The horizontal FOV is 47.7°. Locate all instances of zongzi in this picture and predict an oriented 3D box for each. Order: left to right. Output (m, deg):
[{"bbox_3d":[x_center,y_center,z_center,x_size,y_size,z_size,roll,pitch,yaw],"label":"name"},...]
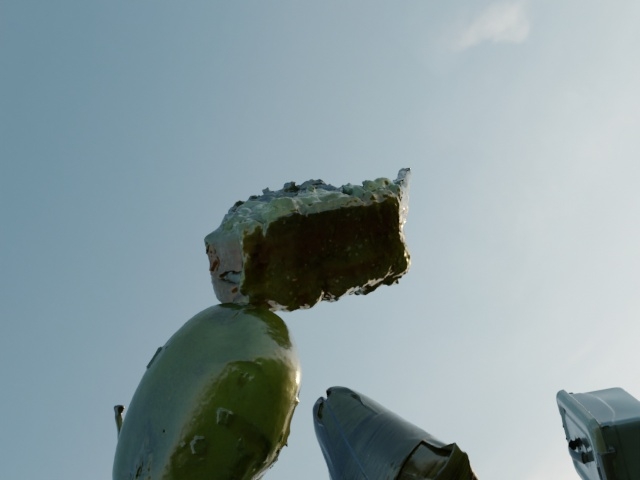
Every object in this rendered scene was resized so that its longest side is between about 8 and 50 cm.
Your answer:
[{"bbox_3d":[0.046,0.388,1.061,0.300,0.286,0.138,-52,-45,-17],"label":"zongzi"}]

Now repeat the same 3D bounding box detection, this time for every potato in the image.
[{"bbox_3d":[-0.112,0.179,0.714,0.149,0.186,0.253,23,-114,-14],"label":"potato"}]

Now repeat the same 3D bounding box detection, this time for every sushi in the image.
[{"bbox_3d":[0.000,0.000,0.865,0.274,0.184,0.139,-10,-78,-15],"label":"sushi"}]

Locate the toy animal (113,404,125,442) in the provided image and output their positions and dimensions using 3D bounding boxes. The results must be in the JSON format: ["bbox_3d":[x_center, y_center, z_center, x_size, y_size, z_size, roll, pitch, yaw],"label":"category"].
[{"bbox_3d":[-0.242,0.340,1.027,0.074,0.175,0.217,-5,-31,4],"label":"toy animal"}]

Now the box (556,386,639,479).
[{"bbox_3d":[0.474,0.336,1.192,0.130,0.227,0.162,-15,-89,4],"label":"box"}]
